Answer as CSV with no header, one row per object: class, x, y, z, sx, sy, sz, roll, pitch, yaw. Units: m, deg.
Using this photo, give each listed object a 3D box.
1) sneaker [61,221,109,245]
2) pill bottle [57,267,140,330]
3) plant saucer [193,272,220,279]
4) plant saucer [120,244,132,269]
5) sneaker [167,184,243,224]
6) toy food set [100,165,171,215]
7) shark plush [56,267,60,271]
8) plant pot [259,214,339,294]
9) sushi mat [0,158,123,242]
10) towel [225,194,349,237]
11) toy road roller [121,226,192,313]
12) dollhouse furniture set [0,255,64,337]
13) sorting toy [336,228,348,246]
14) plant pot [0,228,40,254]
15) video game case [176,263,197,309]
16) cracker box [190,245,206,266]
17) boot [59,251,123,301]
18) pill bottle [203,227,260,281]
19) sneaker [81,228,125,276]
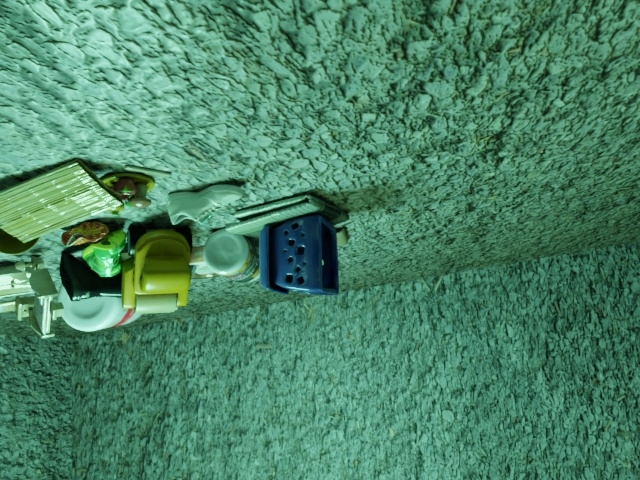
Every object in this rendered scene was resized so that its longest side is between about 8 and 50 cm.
sneaker,-0.697,-0.025,1.577,0.175,0.064,0.067,-8,-174,24
pill bottle,-0.822,0.225,2.067,0.229,0.229,0.408,-8,176,2
plant saucer,-0.509,0.133,2.300,0.198,0.036,0.198,-6,166,-2
plant saucer,-0.676,0.062,1.934,0.277,0.041,0.278,-7,166,-2
sneaker,-0.305,-0.090,1.412,0.212,0.094,0.080,-10,164,10
toy food set,-0.477,-0.110,1.295,0.218,0.071,0.128,-18,162,37
shark plush,-0.937,0.129,2.008,0.161,0.067,0.073,-15,163,30
plant pot,-0.069,0.060,1.676,0.212,0.236,0.236,-5,169,14
sushi mat,-0.641,-0.087,1.238,0.316,0.019,0.151,-18,138,16
towel,-0.105,-0.070,1.707,0.324,0.056,0.312,-16,167,23
toy road roller,-0.506,0.119,1.656,0.202,0.330,0.240,0,-152,-26
dollhouse furniture set,-1.021,0.245,1.788,0.173,0.355,0.303,-7,129,-40
sorting toy,0.000,0.000,2.044,0.208,0.038,0.193,-13,165,5
plant pot,-0.799,-0.038,1.343,0.095,0.134,0.134,14,-178,39
video game case,-0.564,0.168,1.915,0.201,0.183,0.023,-3,141,28
cracker box,-0.433,0.079,2.065,0.155,0.067,0.232,-9,165,7
boot,-0.771,0.125,1.817,0.207,0.094,0.246,1,-152,-40
pill bottle,-0.294,0.063,1.877,0.162,0.162,0.278,-10,165,10
sneaker,-0.664,0.045,1.664,0.109,0.123,0.295,-36,-171,-33
